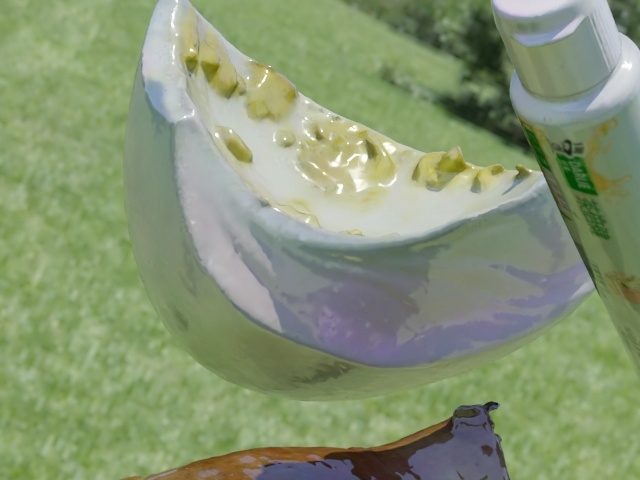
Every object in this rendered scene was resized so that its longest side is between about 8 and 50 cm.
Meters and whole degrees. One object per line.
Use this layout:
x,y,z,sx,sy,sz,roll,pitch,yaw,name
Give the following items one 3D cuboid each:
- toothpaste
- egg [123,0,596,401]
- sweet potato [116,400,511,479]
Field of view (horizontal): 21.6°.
0.135,0.010,0.698,0.314,0.056,0.058,59,24,-43,toothpaste
0.005,0.008,0.866,0.271,0.161,0.206,26,-15,6,egg
-0.061,0.151,0.657,0.337,0.131,0.131,-8,25,-30,sweet potato
